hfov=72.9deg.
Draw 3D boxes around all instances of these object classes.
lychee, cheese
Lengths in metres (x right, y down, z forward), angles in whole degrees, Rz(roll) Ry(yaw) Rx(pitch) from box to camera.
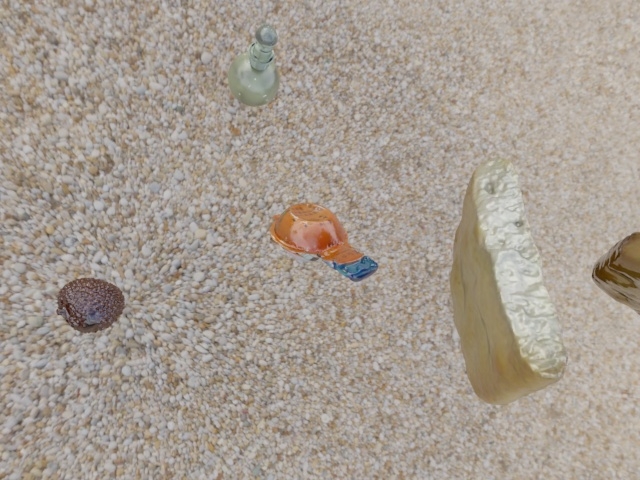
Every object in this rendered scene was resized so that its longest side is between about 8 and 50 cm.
[{"bbox_3d":[-0.485,0.137,0.920,0.129,0.123,0.123,19,72,-56],"label":"lychee"},{"bbox_3d":[0.000,0.000,1.105,0.217,0.329,0.129,-21,132,-37],"label":"cheese"}]

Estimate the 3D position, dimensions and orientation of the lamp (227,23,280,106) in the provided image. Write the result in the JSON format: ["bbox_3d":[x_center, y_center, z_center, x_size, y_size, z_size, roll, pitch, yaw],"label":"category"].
[{"bbox_3d":[-0.102,-0.293,0.719,0.091,0.163,0.090,6,71,-19],"label":"lamp"}]

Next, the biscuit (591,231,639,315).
[{"bbox_3d":[0.433,0.085,0.381,0.359,0.359,0.046,26,87,-19],"label":"biscuit"}]

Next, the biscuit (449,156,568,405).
[{"bbox_3d":[0.326,0.099,0.865,0.104,0.446,0.429,-3,62,5],"label":"biscuit"}]
